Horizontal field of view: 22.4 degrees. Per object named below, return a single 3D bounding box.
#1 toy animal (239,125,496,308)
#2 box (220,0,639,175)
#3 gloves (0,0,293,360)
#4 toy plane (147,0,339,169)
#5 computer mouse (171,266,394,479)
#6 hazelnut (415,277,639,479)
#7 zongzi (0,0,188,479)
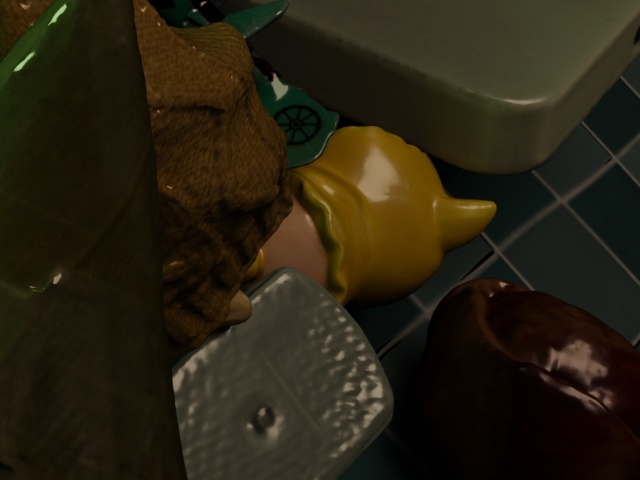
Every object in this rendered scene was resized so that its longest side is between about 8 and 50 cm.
[{"bbox_3d":[-0.003,0.002,1.088,0.229,0.156,0.156,-12,63,-42],"label":"toy animal"},{"bbox_3d":[0.074,-0.216,1.285,0.373,0.090,0.367,25,41,20],"label":"box"},{"bbox_3d":[-0.138,-0.060,0.833,0.356,0.203,0.155,47,34,-41],"label":"gloves"},{"bbox_3d":[-0.107,-0.175,1.096,0.155,0.106,0.382,-35,60,-13],"label":"toy plane"},{"bbox_3d":[-0.057,0.117,0.961,0.231,0.079,0.128,-38,100,-33],"label":"computer mouse"},{"bbox_3d":[0.148,0.104,1.110,0.170,0.160,0.202,51,25,-36],"label":"hazelnut"},{"bbox_3d":[-0.101,0.128,0.696,0.174,0.393,0.356,-16,69,-46],"label":"zongzi"}]
